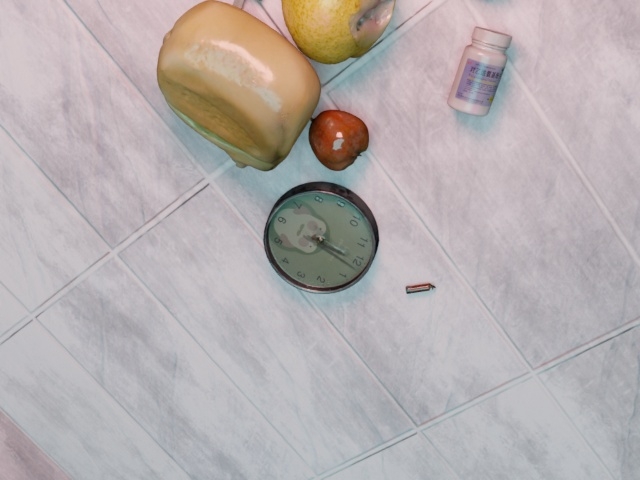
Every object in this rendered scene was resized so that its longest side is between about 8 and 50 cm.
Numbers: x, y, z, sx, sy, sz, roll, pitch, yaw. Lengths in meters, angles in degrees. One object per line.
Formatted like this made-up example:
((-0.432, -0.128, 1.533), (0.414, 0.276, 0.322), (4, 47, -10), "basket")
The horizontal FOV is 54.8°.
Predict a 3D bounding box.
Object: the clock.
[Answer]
((0.001, -0.001, 1.688), (0.319, 0.066, 0.318), (3, 113, 7), "clock")

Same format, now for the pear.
((0.037, -0.525, 1.354), (0.271, 0.271, 0.271), (4, 114, 8), "pear")

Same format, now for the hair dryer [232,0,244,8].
((-0.188, -0.574, 1.486), (0.082, 0.047, 0.137), (28, 120, -4), "hair dryer")

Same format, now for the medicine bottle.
((0.371, -0.392, 1.435), (0.103, 0.103, 0.186), (17, 115, 2), "medicine bottle")

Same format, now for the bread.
((-0.191, -0.370, 1.442), (0.376, 0.253, 0.348), (30, 159, -3), "bread")

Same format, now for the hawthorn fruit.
((0.026, -0.253, 1.533), (0.189, 0.149, 0.149), (17, 115, 2), "hawthorn fruit")

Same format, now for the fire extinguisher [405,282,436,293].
((0.280, 0.134, 1.722), (0.083, 0.022, 0.028), (-10, 149, 13), "fire extinguisher")
